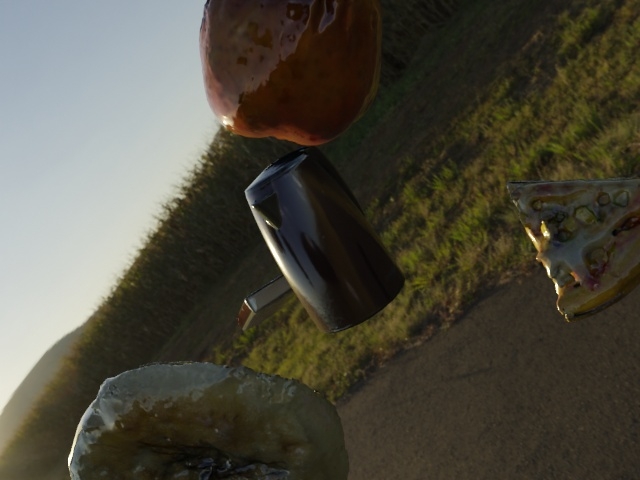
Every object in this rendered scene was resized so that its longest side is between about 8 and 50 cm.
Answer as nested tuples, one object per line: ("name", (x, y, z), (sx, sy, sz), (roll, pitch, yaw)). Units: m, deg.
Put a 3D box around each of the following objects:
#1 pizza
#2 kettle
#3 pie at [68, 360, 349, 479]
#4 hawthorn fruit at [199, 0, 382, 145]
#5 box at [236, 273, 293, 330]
("pizza", (0.283, -0.026, 0.573), (0.184, 0.176, 0.036), (-51, -22, 23))
("kettle", (0.010, -0.019, 0.745), (0.144, 0.232, 0.202), (-22, 15, 40))
("pie", (-0.092, 0.161, 0.411), (0.218, 0.185, 0.052), (-19, 26, 13))
("hawthorn fruit", (-0.068, -0.447, 1.188), (0.471, 0.472, 0.472), (-50, 12, 15))
("box", (-0.089, 0.105, 0.943), (0.115, 0.036, 0.177), (-33, -9, -21))
